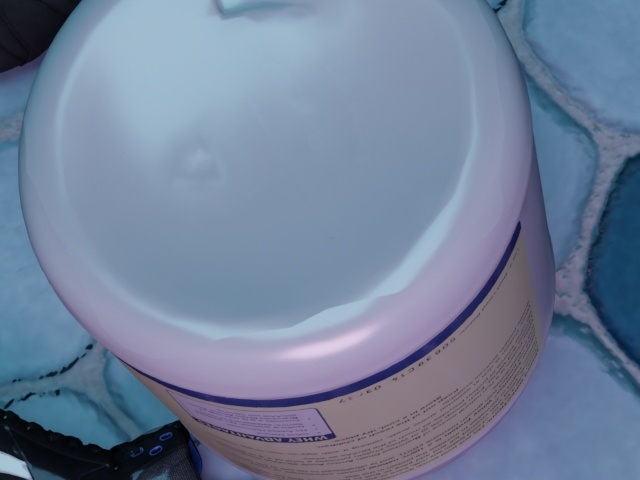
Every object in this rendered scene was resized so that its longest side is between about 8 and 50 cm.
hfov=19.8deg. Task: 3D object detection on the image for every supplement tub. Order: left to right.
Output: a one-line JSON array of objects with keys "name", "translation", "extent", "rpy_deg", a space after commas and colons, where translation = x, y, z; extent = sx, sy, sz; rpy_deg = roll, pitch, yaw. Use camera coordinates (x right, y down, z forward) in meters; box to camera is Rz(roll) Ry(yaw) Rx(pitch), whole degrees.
[{"name": "supplement tub", "translation": [0.000, 0.000, 0.947], "extent": [0.235, 0.325, 0.235], "rpy_deg": [-3, 70, 9]}]

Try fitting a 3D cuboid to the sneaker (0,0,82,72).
[{"name": "sneaker", "translation": [-0.256, -0.200, 1.107], "extent": [0.130, 0.286, 0.109], "rpy_deg": [-40, 31, 16]}]

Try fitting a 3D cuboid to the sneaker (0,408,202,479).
[{"name": "sneaker", "translation": [-0.141, 0.127, 1.068], "extent": [0.121, 0.079, 0.217], "rpy_deg": [-42, 77, -9]}]
